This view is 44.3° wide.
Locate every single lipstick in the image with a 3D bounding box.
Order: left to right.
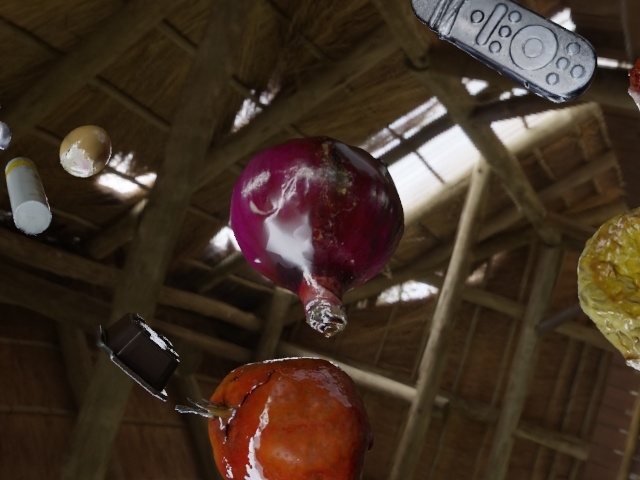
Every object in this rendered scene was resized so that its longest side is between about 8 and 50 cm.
[{"bbox_3d":[-0.502,-0.081,1.343,0.059,0.264,0.059,-10,-65,-22],"label":"lipstick"}]

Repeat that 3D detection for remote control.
[{"bbox_3d":[0.234,-0.264,1.015,0.090,0.266,0.066,-55,-19,4],"label":"remote control"}]

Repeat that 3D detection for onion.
[{"bbox_3d":[0.000,0.000,1.473,0.348,0.347,0.385,59,-159,-54],"label":"onion"}]

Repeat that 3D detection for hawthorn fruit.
[{"bbox_3d":[-0.065,0.253,1.061,0.299,0.211,0.211,19,-92,-29],"label":"hawthorn fruit"}]

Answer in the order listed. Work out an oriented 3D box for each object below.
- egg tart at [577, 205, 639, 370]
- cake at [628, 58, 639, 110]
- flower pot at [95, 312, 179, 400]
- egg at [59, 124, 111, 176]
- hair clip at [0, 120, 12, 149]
[{"bbox_3d":[0.560,0.077,1.209,0.341,0.341,0.129,-56,-32,-29],"label":"egg tart"},{"bbox_3d":[0.309,-0.105,0.491,0.117,0.220,0.086,-92,-22,-54],"label":"cake"},{"bbox_3d":[-0.360,0.219,1.592,0.179,0.251,0.084,43,-98,-14],"label":"flower pot"},{"bbox_3d":[-0.394,-0.155,1.326,0.080,0.080,0.096,75,-163,-44],"label":"egg"},{"bbox_3d":[-0.666,-0.216,1.434,0.075,0.257,0.146,-49,-29,-69],"label":"hair clip"}]
